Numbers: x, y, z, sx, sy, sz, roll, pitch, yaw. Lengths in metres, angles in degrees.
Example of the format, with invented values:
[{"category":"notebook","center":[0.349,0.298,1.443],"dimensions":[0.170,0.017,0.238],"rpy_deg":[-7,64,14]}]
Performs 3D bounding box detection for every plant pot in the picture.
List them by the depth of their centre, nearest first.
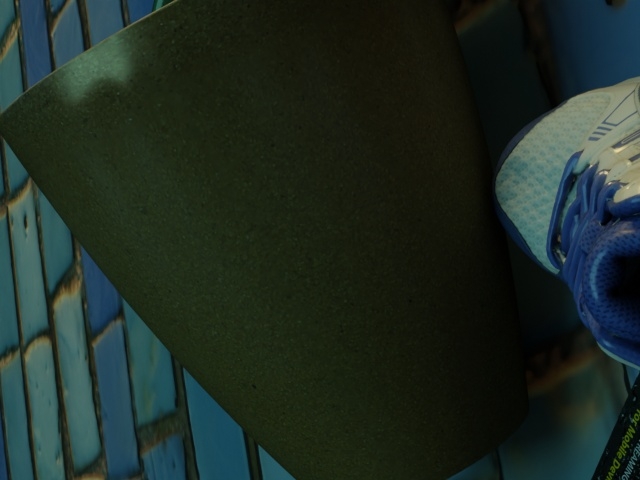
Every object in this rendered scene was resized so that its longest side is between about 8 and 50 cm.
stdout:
[{"category":"plant pot","center":[0.000,0.000,0.668],"dimensions":[0.237,0.237,0.254],"rpy_deg":[-23,95,59]}]

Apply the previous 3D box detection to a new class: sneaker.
[{"category":"sneaker","center":[0.138,-0.007,0.500],"dimensions":[0.296,0.131,0.112],"rpy_deg":[23,113,61]}]

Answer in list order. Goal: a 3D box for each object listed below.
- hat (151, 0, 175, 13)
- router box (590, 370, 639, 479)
[{"category":"hat","center":[-0.007,-0.124,0.868],"dimensions":[0.208,0.183,0.173],"rpy_deg":[-15,88,17]},{"category":"router box","center":[0.161,0.156,0.550],"dimensions":[0.133,0.046,0.179],"rpy_deg":[50,133,48]}]
